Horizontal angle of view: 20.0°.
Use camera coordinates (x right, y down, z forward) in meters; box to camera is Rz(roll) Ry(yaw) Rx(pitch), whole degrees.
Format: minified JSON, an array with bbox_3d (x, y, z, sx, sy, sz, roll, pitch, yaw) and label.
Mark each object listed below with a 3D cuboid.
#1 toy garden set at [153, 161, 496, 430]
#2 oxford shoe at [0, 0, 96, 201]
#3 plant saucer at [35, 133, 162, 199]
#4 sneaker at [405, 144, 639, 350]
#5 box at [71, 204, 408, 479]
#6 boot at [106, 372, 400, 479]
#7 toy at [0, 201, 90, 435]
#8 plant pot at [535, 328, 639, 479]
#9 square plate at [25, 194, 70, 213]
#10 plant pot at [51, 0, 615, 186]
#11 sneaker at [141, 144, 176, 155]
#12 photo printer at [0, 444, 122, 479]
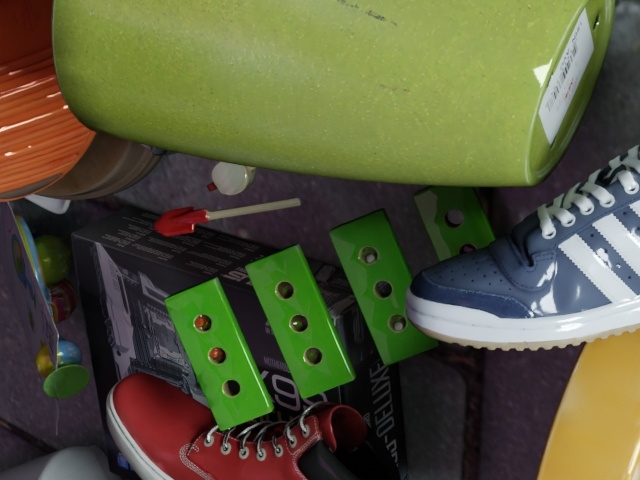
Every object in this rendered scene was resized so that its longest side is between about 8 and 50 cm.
[{"bbox_3d":[0.000,0.000,1.331,0.244,0.049,0.204,-22,94,13],"label":"toy garden set"},{"bbox_3d":[-0.243,-0.178,1.396,0.133,0.130,0.364,55,152,32],"label":"oxford shoe"},{"bbox_3d":[-0.250,-0.144,1.510,0.277,0.041,0.278,15,131,18],"label":"plant saucer"},{"bbox_3d":[0.185,-0.026,1.090,0.282,0.099,0.153,-7,110,2],"label":"sneaker"},{"bbox_3d":[-0.067,0.121,1.526,0.307,0.076,0.242,17,123,39],"label":"box"},{"bbox_3d":[-0.052,0.149,1.406,0.244,0.088,0.176,37,134,14],"label":"boot"},{"bbox_3d":[-0.249,0.044,1.652,0.137,0.056,0.237,98,158,-45],"label":"toy"},{"bbox_3d":[0.251,0.157,1.152,0.188,0.205,0.205,17,125,20],"label":"plant pot"},{"bbox_3d":[-0.326,-0.227,1.547,0.347,0.049,0.344,29,133,7],"label":"square plate"},{"bbox_3d":[0.026,-0.147,1.162,0.293,0.275,0.275,23,128,19],"label":"plant pot"},{"bbox_3d":[-0.116,-0.207,1.368,0.129,0.111,0.297,27,124,34],"label":"sneaker"},{"bbox_3d":[-0.280,0.353,1.855,0.307,0.107,0.256,-23,95,49],"label":"photo printer"}]
